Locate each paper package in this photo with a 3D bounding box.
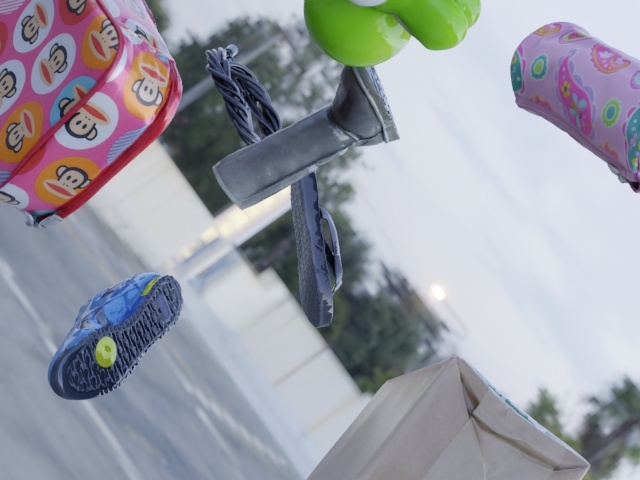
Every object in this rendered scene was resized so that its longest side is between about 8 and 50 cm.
[{"bbox_3d":[0.071,0.283,1.510,0.168,0.309,0.325,38,-12,-1],"label":"paper package"}]

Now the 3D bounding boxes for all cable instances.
[{"bbox_3d":[-0.107,-0.199,2.252,0.184,0.047,0.150,65,11,-3],"label":"cable"}]

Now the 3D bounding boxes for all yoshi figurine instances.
[{"bbox_3d":[-0.019,-0.294,1.458,0.362,0.203,0.203,44,-4,-6],"label":"yoshi figurine"}]

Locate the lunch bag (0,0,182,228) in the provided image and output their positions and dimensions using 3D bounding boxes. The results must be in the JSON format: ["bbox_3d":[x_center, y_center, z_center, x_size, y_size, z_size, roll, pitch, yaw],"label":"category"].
[{"bbox_3d":[-0.287,-0.162,1.566,0.120,0.258,0.293,33,21,-45],"label":"lunch bag"}]

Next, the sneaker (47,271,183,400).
[{"bbox_3d":[-0.226,0.100,1.594,0.082,0.209,0.069,0,-62,30],"label":"sneaker"}]

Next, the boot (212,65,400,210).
[{"bbox_3d":[-0.023,-0.117,1.712,0.189,0.209,0.076,64,10,-63],"label":"boot"}]

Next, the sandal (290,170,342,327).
[{"bbox_3d":[0.000,-0.001,2.104,0.097,0.054,0.254,107,-19,-54],"label":"sandal"}]

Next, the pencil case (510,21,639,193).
[{"bbox_3d":[0.316,-0.140,1.670,0.124,0.124,0.284,57,-5,-37],"label":"pencil case"}]
